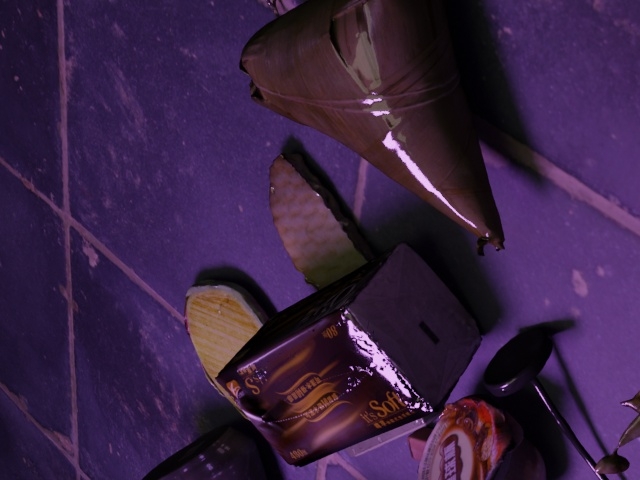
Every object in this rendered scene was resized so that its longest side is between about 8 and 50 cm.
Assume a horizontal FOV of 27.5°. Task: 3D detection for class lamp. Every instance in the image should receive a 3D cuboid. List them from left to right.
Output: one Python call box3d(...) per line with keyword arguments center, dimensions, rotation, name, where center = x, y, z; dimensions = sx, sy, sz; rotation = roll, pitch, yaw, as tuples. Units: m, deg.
box3d(center=(0.340, 0.302, 1.751), dimensions=(0.130, 0.108, 0.371), rotation=(-26, 91, 52), name="lamp")

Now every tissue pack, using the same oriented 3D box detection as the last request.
box3d(center=(0.046, 0.172, 1.934), dimensions=(0.210, 0.198, 0.370), rotation=(52, 139, -4), name="tissue pack")

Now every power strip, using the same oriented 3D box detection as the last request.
box3d(center=(0.105, 0.282, 2.097), dimensions=(0.078, 0.052, 0.272), rotation=(59, 144, 5), name="power strip")

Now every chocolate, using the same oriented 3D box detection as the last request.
box3d(center=(0.248, 0.326, 1.855), dimensions=(0.221, 0.147, 0.221), rotation=(-51, 29, 44), name="chocolate")

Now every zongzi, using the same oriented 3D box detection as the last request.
box3d(center=(0.041, -0.160, 1.784), dimensions=(0.447, 0.181, 0.418), rotation=(-8, 106, 56), name="zongzi")

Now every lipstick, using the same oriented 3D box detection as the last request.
box3d(center=(0.200, 0.324, 2.006), dimensions=(0.145, 0.045, 0.045), rotation=(7, 117, 49), name="lipstick")

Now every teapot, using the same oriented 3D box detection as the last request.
box3d(center=(-0.171, 0.547, 2.491), dimensions=(0.344, 0.253, 0.300), rotation=(59, 179, -3), name="teapot")

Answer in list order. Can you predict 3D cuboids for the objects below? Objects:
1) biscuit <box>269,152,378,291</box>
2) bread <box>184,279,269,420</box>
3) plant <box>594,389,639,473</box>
box3d(center=(0.000, 0.000, 2.057), dimensions=(0.273, 0.036, 0.187), rotation=(53, 144, 13), name="biscuit")
box3d(center=(-0.145, 0.200, 2.372), dimensions=(0.301, 0.045, 0.301), rotation=(34, 138, 37), name="bread")
box3d(center=(0.464, 0.156, 1.454), dimensions=(0.251, 0.180, 0.333), rotation=(26, 129, 27), name="plant")
